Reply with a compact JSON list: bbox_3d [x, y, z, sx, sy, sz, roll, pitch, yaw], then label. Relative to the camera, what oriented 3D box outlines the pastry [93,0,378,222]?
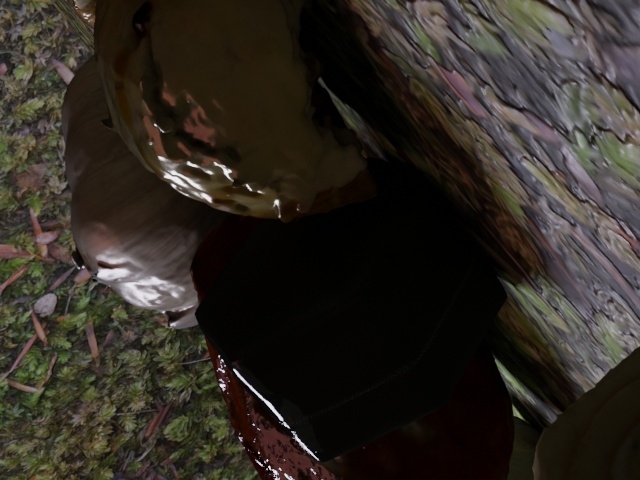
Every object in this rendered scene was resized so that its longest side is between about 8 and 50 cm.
[{"bbox_3d":[-0.078,-0.115,1.057,0.237,0.170,0.256,58,176,-39],"label":"pastry"}]

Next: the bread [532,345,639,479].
[{"bbox_3d":[0.187,0.135,0.720,0.134,0.148,0.141,26,161,35],"label":"bread"}]

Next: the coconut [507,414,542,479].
[{"bbox_3d":[0.199,0.278,1.543,0.161,0.161,0.162,51,-179,-12],"label":"coconut"}]

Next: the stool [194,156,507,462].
[{"bbox_3d":[0.024,0.052,1.130,0.141,0.232,0.232,49,175,-24],"label":"stool"}]

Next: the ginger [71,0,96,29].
[{"bbox_3d":[-0.269,-0.299,1.879,0.096,0.067,0.165,47,-173,28],"label":"ginger"}]

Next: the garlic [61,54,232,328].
[{"bbox_3d":[-0.154,-0.072,1.578,0.322,0.241,0.322,-5,-90,-76],"label":"garlic"}]

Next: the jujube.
[{"bbox_3d":[0.030,0.130,1.390,0.377,0.276,0.276,52,175,14],"label":"jujube"}]
